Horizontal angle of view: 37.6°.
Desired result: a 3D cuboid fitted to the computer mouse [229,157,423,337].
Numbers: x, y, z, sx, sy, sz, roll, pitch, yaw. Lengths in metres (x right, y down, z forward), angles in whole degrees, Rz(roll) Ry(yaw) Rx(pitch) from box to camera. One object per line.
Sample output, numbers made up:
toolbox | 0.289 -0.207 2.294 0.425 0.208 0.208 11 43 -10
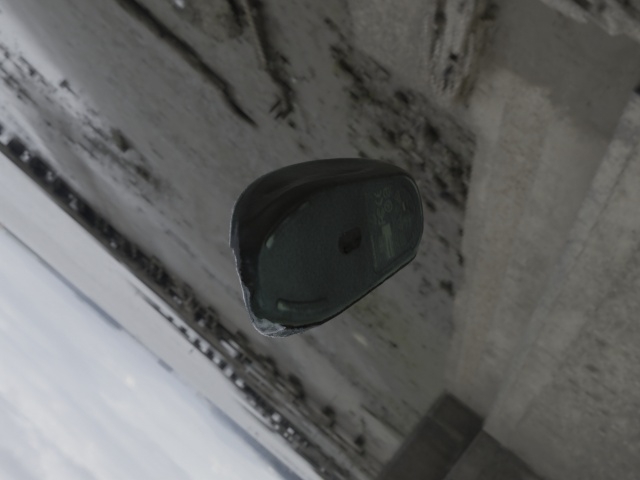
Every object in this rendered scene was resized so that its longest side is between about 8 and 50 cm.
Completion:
computer mouse | -0.002 0.002 1.218 0.114 0.373 0.203 3 106 40
